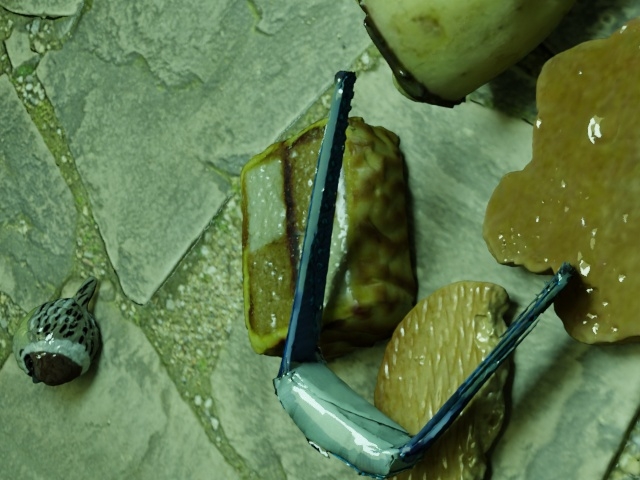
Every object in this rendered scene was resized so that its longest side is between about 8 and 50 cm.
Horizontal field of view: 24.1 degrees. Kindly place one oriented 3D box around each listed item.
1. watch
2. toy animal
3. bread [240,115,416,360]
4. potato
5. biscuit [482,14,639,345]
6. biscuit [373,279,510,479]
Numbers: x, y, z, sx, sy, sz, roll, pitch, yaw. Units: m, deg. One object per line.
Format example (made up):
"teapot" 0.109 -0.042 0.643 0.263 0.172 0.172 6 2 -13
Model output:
"watch" 0.040 0.041 1.288 0.276 0.068 0.274 45 119 20
"toy animal" -0.294 0.108 1.737 0.137 0.098 0.098 -50 46 -1
"bread" 0.000 0.000 1.438 0.181 0.096 0.222 -19 67 41
"potato" 0.131 -0.277 1.282 0.242 0.242 0.285 -35 51 37
"biscuit" 0.278 -0.047 1.178 0.376 0.051 0.269 -19 70 44
"biscuit" 0.105 0.147 1.334 0.144 0.033 0.224 2 84 49
